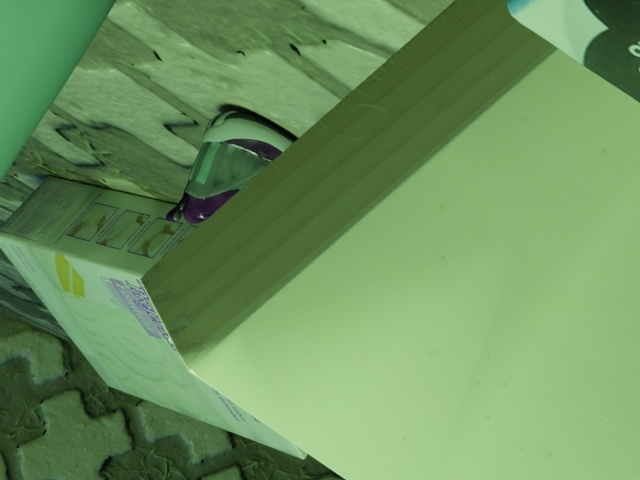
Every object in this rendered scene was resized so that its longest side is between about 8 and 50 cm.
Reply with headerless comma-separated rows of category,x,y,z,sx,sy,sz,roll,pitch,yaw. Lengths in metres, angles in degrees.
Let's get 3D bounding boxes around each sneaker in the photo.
sneaker,0.000,0.000,1.196,0.224,0.098,0.083,29,167,-9

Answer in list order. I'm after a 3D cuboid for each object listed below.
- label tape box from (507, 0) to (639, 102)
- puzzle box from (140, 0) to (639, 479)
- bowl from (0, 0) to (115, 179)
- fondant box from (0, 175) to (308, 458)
label tape box,0.257,-0.045,0.380,0.348,0.115,0.249,33,154,-16
puzzle box,0.153,0.033,0.667,0.409,0.272,0.052,41,-170,-46
bowl,-0.281,-0.114,0.944,0.312,0.163,0.311,15,-175,-1
fondant box,-0.149,0.070,1.640,0.330,0.096,0.238,12,143,46
